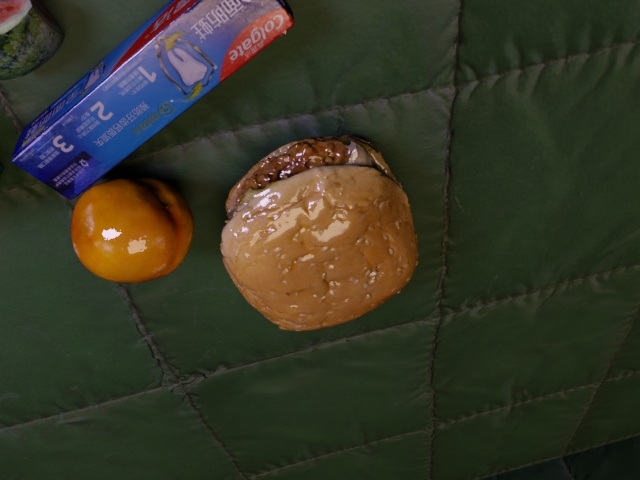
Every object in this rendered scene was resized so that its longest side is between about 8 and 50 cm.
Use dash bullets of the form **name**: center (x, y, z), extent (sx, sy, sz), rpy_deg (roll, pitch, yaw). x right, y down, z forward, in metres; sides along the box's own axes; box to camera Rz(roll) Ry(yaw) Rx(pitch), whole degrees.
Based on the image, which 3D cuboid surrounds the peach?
- **peach**: center (-0.216, -0.013, 0.603), extent (0.138, 0.138, 0.138), rpy_deg (-8, 135, -9)

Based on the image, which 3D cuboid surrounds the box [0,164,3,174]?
- **box**: center (-0.452, -0.111, 0.474), extent (0.153, 0.092, 0.245), rpy_deg (-18, 136, 1)

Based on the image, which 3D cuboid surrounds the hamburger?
- **hamburger**: center (0.000, 0.001, 0.682), extent (0.259, 0.145, 0.283), rpy_deg (-25, 129, 12)

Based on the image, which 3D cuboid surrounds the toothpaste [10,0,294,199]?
- **toothpaste**: center (-0.177, -0.164, 0.523), extent (0.320, 0.066, 0.076), rpy_deg (-33, 133, 14)

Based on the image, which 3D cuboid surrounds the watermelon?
- **watermelon**: center (-0.289, -0.194, 0.477), extent (0.084, 0.072, 0.092), rpy_deg (-16, 175, -16)
